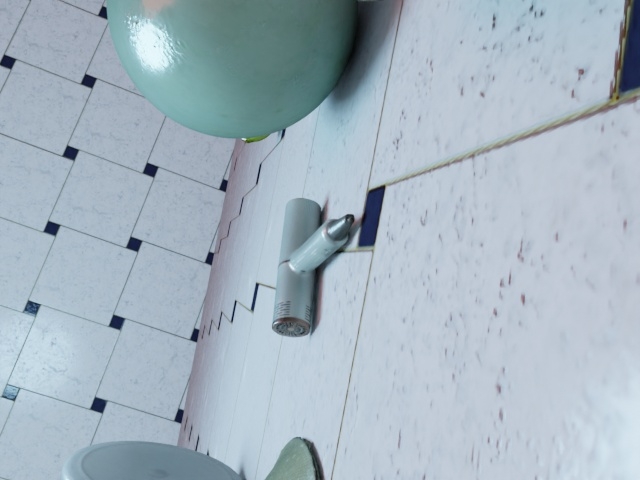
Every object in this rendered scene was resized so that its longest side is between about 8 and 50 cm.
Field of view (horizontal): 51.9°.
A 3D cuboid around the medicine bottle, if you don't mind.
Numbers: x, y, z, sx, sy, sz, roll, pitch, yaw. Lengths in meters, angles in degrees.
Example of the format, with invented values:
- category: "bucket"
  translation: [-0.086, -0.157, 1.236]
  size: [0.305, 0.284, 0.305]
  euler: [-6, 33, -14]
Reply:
- category: "medicine bottle"
  translation: [-0.229, 0.404, 0.837]
  size: [0.238, 0.238, 0.231]
  euler: [-173, 96, -78]

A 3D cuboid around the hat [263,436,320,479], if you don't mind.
- category: "hat"
  translation: [-0.092, 0.290, 0.560]
  size: [0.257, 0.130, 0.257]
  euler: [-169, 90, -79]

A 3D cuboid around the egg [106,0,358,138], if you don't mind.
- category: "egg"
  translation: [-0.097, -0.255, 0.746]
  size: [0.389, 0.276, 0.276]
  euler: [-132, 55, -73]

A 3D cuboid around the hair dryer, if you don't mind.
- category: "hair dryer"
  translation: [0.001, -0.008, 0.648]
  size: [0.183, 0.044, 0.154]
  euler: [126, 152, -53]

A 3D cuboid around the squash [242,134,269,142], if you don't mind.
- category: "squash"
  translation: [-0.119, -0.280, 1.279]
  size: [0.123, 0.123, 0.186]
  euler: [-125, 44, -74]
